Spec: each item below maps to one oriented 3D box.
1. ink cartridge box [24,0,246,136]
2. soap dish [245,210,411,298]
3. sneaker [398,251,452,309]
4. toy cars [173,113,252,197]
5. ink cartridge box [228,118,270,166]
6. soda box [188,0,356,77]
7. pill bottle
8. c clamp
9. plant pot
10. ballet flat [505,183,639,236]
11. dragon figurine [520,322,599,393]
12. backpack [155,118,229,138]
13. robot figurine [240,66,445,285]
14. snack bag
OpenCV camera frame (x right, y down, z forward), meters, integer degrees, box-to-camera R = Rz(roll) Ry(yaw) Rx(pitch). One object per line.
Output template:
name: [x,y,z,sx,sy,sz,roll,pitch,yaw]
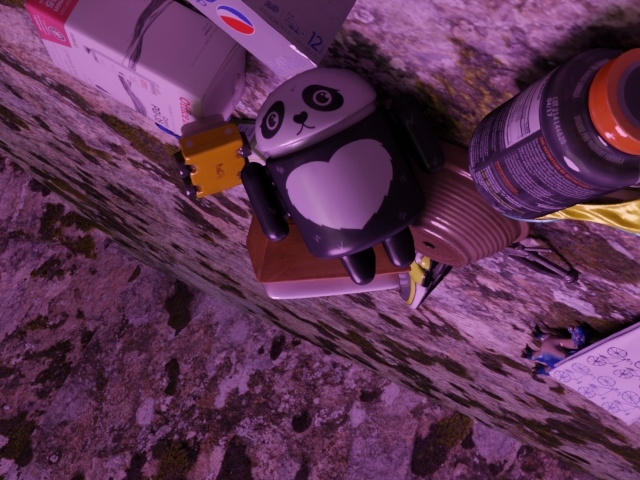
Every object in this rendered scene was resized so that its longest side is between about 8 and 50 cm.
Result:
ink cartridge box: [-0.260,-0.276,1.250,0.283,0.117,0.207,29,166,2]
soap dish: [0.000,0.000,1.377,0.228,0.118,0.291,-5,-167,-8]
sneaker: [0.168,0.033,1.554,0.121,0.111,0.300,40,166,15]
toy cars: [-0.093,-0.132,1.275,0.176,0.087,0.393,-27,166,33]
ink cartridge box: [-0.078,-0.128,1.515,0.109,0.062,0.209,13,159,48]
soda box: [-0.104,-0.300,0.894,0.286,0.098,0.091,36,164,-25]
pill bottle: [0.246,-0.102,0.818,0.130,0.130,0.245,32,166,-8]
c clamp: [0.336,0.036,1.303,0.160,0.022,0.137,26,172,-39]
plant pot: [0.178,-0.039,1.224,0.237,0.110,0.237,29,166,8]
ballet flat: [0.305,-0.060,1.001,0.231,0.077,0.077,13,138,41]
dragon figurine: [0.476,0.234,1.628,0.144,0.085,0.289,20,162,36]
backpack: [-0.219,-0.210,1.440,0.101,0.098,0.120,35,165,-36]
robot figurine: [0.029,-0.085,1.100,0.173,0.209,0.278,-3,116,59]
snack bag: [0.596,0.252,1.392,0.342,0.037,0.323,31,150,-4]
